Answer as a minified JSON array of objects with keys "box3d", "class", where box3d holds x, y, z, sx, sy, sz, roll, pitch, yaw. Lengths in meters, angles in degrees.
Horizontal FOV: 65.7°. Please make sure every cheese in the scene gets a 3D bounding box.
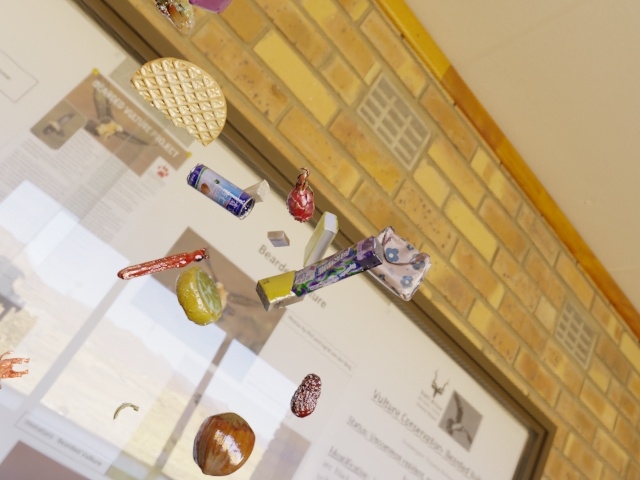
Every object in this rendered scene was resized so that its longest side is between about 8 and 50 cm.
[{"box3d":[-0.608,0.527,1.553,0.060,0.084,0.041,131,-58,-71],"class":"cheese"}]

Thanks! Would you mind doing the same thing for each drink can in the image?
[{"box3d":[-0.347,-0.171,1.726,0.235,0.097,0.097,34,-23,12],"class":"drink can"}]

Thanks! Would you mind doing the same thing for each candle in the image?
[{"box3d":[-0.514,0.078,1.654,0.051,0.329,0.048,-5,-82,44],"class":"candle"}]

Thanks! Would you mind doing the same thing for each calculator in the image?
[{"box3d":[-0.245,-0.617,1.225,0.127,0.190,0.034,-39,-85,23],"class":"calculator"}]

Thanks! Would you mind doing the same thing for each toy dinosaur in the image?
[{"box3d":[-0.905,0.365,1.442,0.101,0.055,0.279,3,0,-20],"class":"toy dinosaur"}]

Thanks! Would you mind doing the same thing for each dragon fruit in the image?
[{"box3d":[-0.060,-0.149,1.574,0.094,0.094,0.190,20,-58,26],"class":"dragon fruit"}]

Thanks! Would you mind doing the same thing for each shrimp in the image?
[{"box3d":[-0.434,-0.692,1.479,0.061,0.267,0.145,-8,-76,5],"class":"shrimp"}]

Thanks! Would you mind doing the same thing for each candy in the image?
[{"box3d":[-0.513,0.234,2.091,0.260,0.118,0.259,-24,90,-85],"class":"candy"},{"box3d":[0.047,0.083,1.519,0.312,0.088,0.061,-25,-59,25],"class":"candy"}]

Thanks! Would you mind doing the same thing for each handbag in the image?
[{"box3d":[0.291,0.086,1.890,0.251,0.193,0.190,40,3,19],"class":"handbag"}]

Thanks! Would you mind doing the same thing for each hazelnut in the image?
[{"box3d":[-0.335,0.685,1.687,0.210,0.186,0.210,10,9,-2],"class":"hazelnut"}]

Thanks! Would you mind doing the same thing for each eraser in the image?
[{"box3d":[0.000,0.000,2.149,0.069,0.158,0.226,24,-60,-10],"class":"eraser"}]

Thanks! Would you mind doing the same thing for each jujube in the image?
[{"box3d":[-0.048,0.582,1.853,0.104,0.166,0.104,32,-16,10],"class":"jujube"}]

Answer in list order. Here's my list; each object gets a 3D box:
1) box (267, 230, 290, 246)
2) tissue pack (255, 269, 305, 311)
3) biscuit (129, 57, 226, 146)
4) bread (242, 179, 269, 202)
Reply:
[{"box3d":[-0.131,-0.005,1.558,0.053,0.024,0.083,-4,-25,9],"class":"box"},{"box3d":[-0.153,0.193,1.943,0.120,0.169,0.082,58,-31,32],"class":"tissue pack"},{"box3d":[-0.414,-0.442,1.534,0.205,0.040,0.309,-36,-57,23],"class":"biscuit"},{"box3d":[-0.333,-0.228,2.401,0.152,0.105,0.077,-7,-56,21],"class":"bread"}]
